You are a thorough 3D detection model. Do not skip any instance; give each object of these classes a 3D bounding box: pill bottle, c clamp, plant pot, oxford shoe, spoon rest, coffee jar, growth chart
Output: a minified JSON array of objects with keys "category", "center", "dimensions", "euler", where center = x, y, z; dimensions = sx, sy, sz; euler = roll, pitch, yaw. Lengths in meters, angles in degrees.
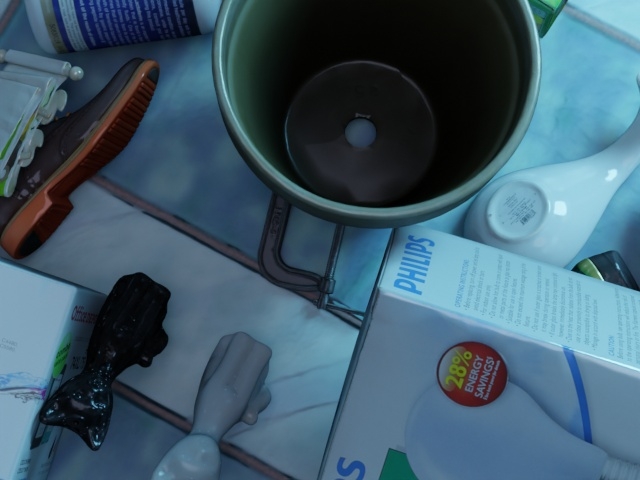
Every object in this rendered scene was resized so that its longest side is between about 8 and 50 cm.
[{"category":"pill bottle","center":[-0.189,-0.296,1.746],"dimensions":[0.264,0.153,0.153],"euler":[-7,85,2]},{"category":"c clamp","center":[0.000,0.000,1.784],"dimensions":[0.137,0.022,0.161],"euler":[7,87,8]},{"category":"plant pot","center":[0.051,-0.147,1.650],"dimensions":[0.323,0.280,0.323],"euler":[0,77,-1]},{"category":"oxford shoe","center":[-0.288,-0.111,1.766],"dimensions":[0.098,0.097,0.271],"euler":[40,87,11]},{"category":"spoon rest","center":[0.279,-0.062,1.747],"dimensions":[0.276,0.084,0.137],"euler":[-42,59,5]},{"category":"coffee jar","center":[0.265,0.087,1.736],"dimensions":[0.184,0.079,0.096],"euler":[-28,86,-1]},{"category":"growth chart","center":[-0.367,-0.111,1.758],"dimensions":[0.172,0.021,0.237],"euler":[28,84,41]}]

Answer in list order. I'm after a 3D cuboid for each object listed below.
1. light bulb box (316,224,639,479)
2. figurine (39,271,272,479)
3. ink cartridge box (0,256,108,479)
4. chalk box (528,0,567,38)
[{"category":"light bulb box","center":[0.190,0.217,1.602],"dimensions":[0.361,0.225,0.358],"euler":[17,109,3]},{"category":"figurine","center":[-0.168,0.168,1.677],"dimensions":[0.215,0.092,0.209],"euler":[30,43,-3]},{"category":"ink cartridge box","center":[-0.375,0.150,1.694],"dimensions":[0.197,0.198,0.270],"euler":[18,87,4]},{"category":"chalk box","center":[0.229,-0.317,1.745],"dimensions":[0.132,0.132,0.213],"euler":[32,88,4]}]
